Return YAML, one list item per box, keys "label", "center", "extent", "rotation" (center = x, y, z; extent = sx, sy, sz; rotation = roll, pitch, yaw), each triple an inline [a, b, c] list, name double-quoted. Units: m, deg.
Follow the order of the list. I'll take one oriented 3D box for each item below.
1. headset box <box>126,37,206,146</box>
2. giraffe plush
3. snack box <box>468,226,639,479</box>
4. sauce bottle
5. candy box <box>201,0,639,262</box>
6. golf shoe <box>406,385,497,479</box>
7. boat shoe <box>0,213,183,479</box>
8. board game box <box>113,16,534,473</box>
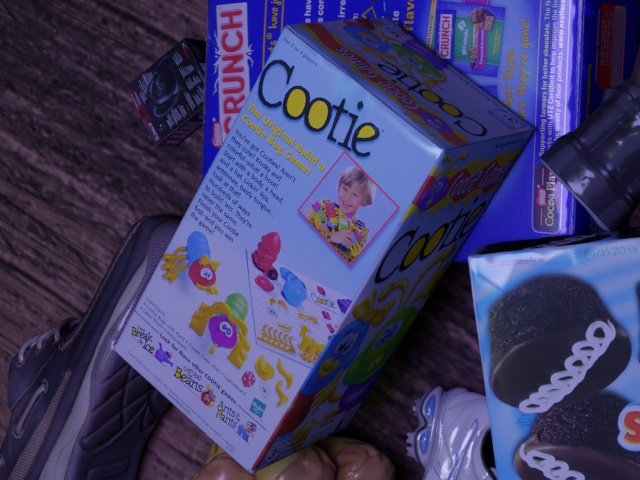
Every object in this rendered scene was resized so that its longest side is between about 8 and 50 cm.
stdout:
- label: "headset box"
  center: [-0.123, -0.123, 1.461]
  extent: [0.083, 0.032, 0.062]
  rotation: [-37, 72, 28]
- label: "giraffe plush"
  center: [-0.042, 0.137, 1.364]
  extent: [0.210, 0.181, 0.170]
  rotation: [147, 121, -64]
- label: "snack box"
  center: [0.270, 0.080, 1.134]
  extent: [0.322, 0.060, 0.187]
  rotation: [-7, 97, 12]
- label: "sauce bottle"
  center: [0.288, -0.148, 1.111]
  extent: [0.344, 0.111, 0.111]
  rotation: [-43, 69, 6]
- label: "candy box"
  center: [0.070, -0.125, 1.289]
  extent: [0.317, 0.122, 0.268]
  rotation: [6, 97, 30]
- label: "golf shoe"
  center: [0.108, 0.201, 1.308]
  extent: [0.086, 0.069, 0.176]
  rotation: [7, 96, 25]
- label: "boat shoe"
  center: [-0.208, 0.127, 1.462]
  extent: [0.130, 0.132, 0.355]
  rotation: [32, 106, 27]
- label: "board game box"
  center: [0.000, 0.000, 1.191]
  extent: [0.144, 0.142, 0.275]
  rotation: [40, 117, 20]
